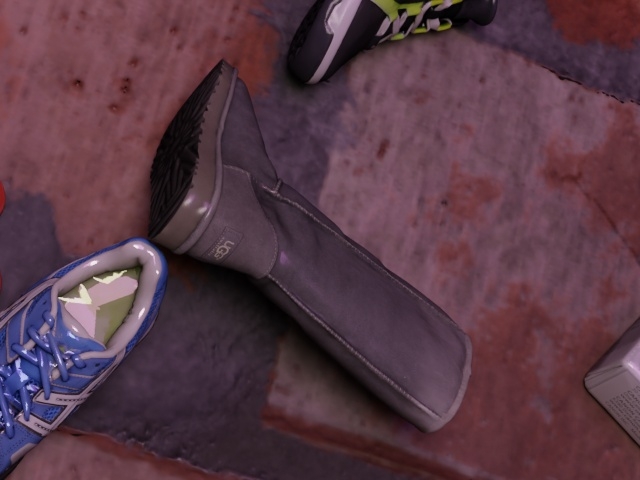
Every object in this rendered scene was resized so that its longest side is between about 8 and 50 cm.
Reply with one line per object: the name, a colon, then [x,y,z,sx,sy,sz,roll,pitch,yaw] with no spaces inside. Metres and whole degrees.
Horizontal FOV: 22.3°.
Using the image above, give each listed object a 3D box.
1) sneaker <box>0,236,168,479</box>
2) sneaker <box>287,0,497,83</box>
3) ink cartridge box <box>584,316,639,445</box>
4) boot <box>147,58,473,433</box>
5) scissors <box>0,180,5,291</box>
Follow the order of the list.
sneaker: [-0.164,0.068,0.886,0.080,0.081,0.211,43,62,-2]
sneaker: [0.074,-0.172,1.066,0.097,0.084,0.234,41,62,-3]
ink cartridge box: [0.359,0.113,1.075,0.296,0.066,0.261,47,63,1]
boot: [-0.001,0.001,0.972,0.208,0.076,0.189,30,35,-19]
scissors: [-0.291,-0.011,0.846,0.297,0.021,0.109,4,67,-41]
